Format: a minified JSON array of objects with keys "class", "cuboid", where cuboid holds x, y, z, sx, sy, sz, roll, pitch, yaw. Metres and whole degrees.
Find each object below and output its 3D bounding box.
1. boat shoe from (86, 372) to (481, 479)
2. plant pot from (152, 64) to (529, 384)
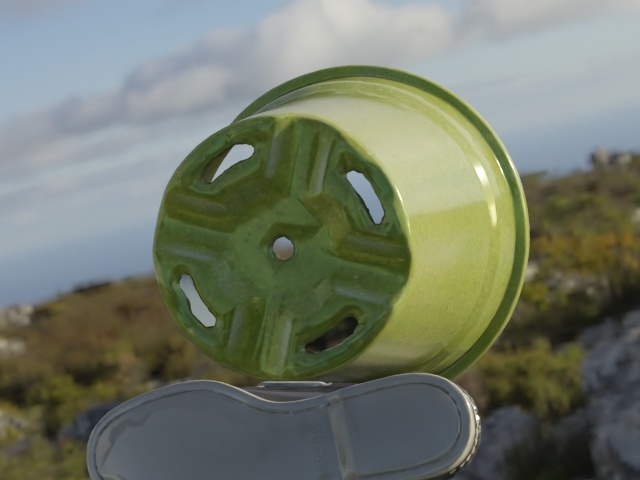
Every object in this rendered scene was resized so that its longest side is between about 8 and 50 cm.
[{"class":"boat shoe","cuboid":[-0.017,0.108,0.908,0.206,0.075,0.065,-8,-13,15]},{"class":"plant pot","cuboid":[0.000,0.000,1.286,0.276,0.276,0.254,-13,-2,14]}]
